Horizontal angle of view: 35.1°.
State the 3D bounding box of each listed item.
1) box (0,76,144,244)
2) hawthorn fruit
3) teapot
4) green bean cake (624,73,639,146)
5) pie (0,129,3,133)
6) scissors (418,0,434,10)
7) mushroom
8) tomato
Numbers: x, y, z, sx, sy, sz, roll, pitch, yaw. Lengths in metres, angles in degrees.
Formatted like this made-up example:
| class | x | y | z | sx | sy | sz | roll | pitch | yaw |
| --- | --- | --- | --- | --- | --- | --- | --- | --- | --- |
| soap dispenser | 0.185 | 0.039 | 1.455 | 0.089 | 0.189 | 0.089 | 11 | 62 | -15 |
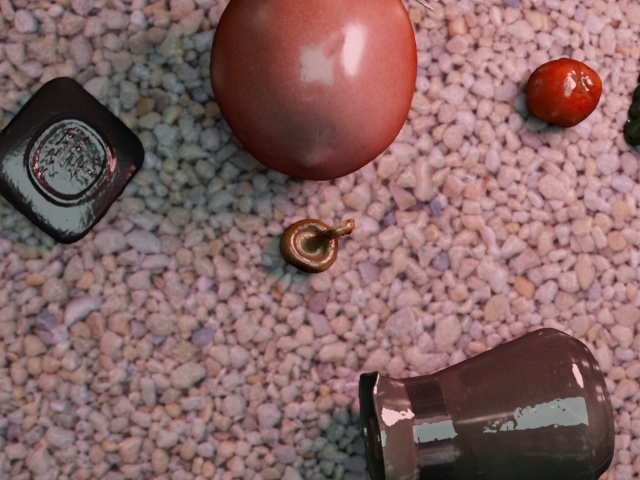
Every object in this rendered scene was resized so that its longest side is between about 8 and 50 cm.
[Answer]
| class | x | y | z | sx | sy | sz | roll | pitch | yaw |
| --- | --- | --- | --- | --- | --- | --- | --- | --- | --- |
| box | -0.387 | -0.123 | 1.534 | 0.201 | 0.042 | 0.212 | 41 | 71 | -10 |
| hawthorn fruit | 0.407 | -0.247 | 1.684 | 0.128 | 0.128 | 0.128 | 1 | 83 | -11 |
| teapot | 0.244 | 0.294 | 1.543 | 0.344 | 0.253 | 0.300 | -7 | 116 | -5 |
| green bean cake | 0.649 | -0.231 | 1.737 | 0.208 | 0.107 | 0.193 | 18 | 79 | -10 |
| pie | -0.479 | -0.128 | 1.537 | 0.085 | 0.017 | 0.085 | 2 | 83 | -12 |
| scissors | 0.159 | -0.413 | 1.707 | 0.083 | 0.006 | 0.036 | 36 | 80 | -6 |
| mushroom | 0.003 | 0.003 | 1.588 | 0.129 | 0.073 | 0.088 | -21 | 71 | 20 |
| tomato | -0.009 | -0.243 | 1.496 | 0.321 | 0.321 | 0.321 | 1 | 83 | -11 |
